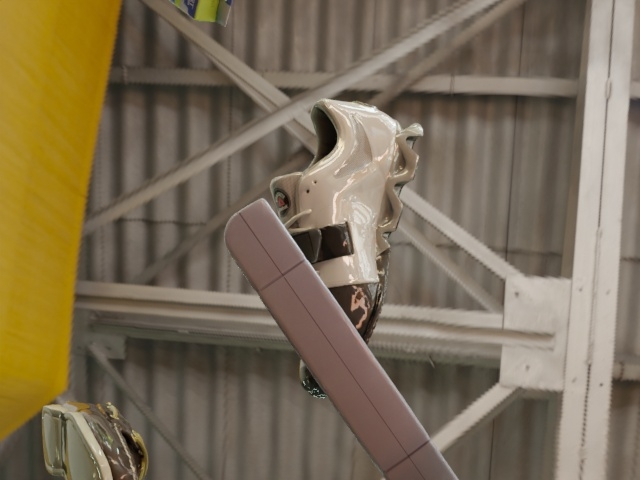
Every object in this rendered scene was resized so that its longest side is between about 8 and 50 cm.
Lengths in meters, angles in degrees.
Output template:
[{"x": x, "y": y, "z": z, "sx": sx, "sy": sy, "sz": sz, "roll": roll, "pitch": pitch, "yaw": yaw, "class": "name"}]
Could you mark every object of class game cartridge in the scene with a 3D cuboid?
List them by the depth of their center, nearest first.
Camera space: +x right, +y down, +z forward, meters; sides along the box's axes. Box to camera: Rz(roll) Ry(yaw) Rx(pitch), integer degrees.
[{"x": 0.014, "y": 0.098, "z": 0.865, "sx": 0.062, "sy": 0.198, "sz": 0.297, "roll": -34, "pitch": -89, "yaw": 2, "class": "game cartridge"}]

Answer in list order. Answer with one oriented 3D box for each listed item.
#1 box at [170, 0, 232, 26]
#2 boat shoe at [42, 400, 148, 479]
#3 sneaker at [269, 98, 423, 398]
[{"x": -0.183, "y": -0.380, "z": 1.378, "sx": 0.178, "sy": 0.042, "sz": 0.109, "roll": 41, "pitch": -56, "yaw": 37, "class": "box"}, {"x": -0.184, "y": 0.177, "z": 0.838, "sx": 0.068, "sy": 0.227, "sz": 0.081, "roll": -2, "pitch": -87, "yaw": -25, "class": "boat shoe"}, {"x": 0.000, "y": 0.000, "z": 1.066, "sx": 0.146, "sy": 0.122, "sz": 0.331, "roll": 21, "pitch": -112, "yaw": -18, "class": "sneaker"}]
